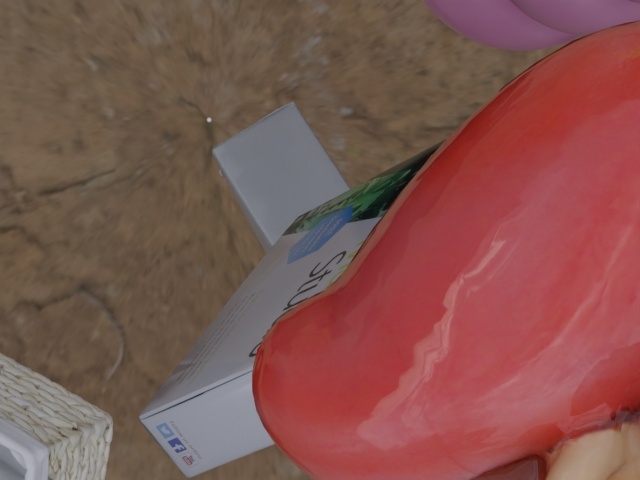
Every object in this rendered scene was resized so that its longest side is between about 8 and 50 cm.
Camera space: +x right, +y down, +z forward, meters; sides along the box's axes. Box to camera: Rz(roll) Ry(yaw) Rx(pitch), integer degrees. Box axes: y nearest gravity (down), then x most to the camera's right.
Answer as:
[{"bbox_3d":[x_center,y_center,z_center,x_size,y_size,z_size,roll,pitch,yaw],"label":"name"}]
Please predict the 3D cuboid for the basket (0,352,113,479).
[{"bbox_3d":[-0.253,0.163,1.329,0.167,0.103,0.113,26,116,29],"label":"basket"}]

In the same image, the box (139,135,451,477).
[{"bbox_3d":[0.058,0.010,1.020,0.322,0.232,0.058,-25,109,40],"label":"box"}]

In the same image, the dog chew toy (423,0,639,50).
[{"bbox_3d":[0.197,-0.244,1.298,0.206,0.332,0.207,-4,99,-25],"label":"dog chew toy"}]

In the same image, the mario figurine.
[{"bbox_3d":[0.100,0.110,0.378,0.170,0.198,0.321,-16,101,-44],"label":"mario figurine"}]

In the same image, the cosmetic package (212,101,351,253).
[{"bbox_3d":[0.000,0.000,1.655,0.107,0.127,0.238,-29,70,-3],"label":"cosmetic package"}]
